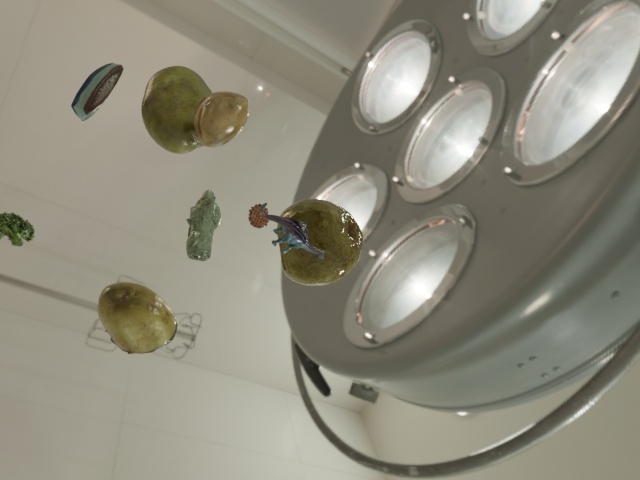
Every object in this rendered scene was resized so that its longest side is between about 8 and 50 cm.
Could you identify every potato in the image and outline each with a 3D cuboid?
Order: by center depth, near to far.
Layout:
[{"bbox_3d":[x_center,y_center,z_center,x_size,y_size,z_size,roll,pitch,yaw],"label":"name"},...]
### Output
[{"bbox_3d":[-0.225,-0.270,1.113,0.147,0.112,0.112,-37,-144,33],"label":"potato"},{"bbox_3d":[-0.355,-0.325,1.256,0.228,0.197,0.148,55,-45,18],"label":"potato"},{"bbox_3d":[-0.660,0.251,1.743,0.286,0.243,0.242,31,-81,25],"label":"potato"}]

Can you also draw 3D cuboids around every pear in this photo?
[{"bbox_3d":[0.000,0.000,1.266,0.188,0.212,0.228,17,63,-75],"label":"pear"}]

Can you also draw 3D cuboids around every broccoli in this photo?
[{"bbox_3d":[-0.716,-0.020,1.153,0.092,0.095,0.097,63,-35,16],"label":"broccoli"}]

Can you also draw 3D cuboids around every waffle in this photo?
[{"bbox_3d":[-0.202,-0.080,1.627,0.029,0.075,0.083,11,-67,45],"label":"waffle"}]

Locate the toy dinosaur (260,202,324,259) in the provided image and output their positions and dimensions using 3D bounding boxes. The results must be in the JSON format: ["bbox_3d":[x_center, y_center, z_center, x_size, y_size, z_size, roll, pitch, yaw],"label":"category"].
[{"bbox_3d":[-0.059,-0.012,0.991,0.080,0.197,0.045,-19,-134,32],"label":"toy dinosaur"}]

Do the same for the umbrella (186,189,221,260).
[{"bbox_3d":[-0.222,-0.030,0.938,0.067,0.062,0.143,135,-35,-61],"label":"umbrella"}]

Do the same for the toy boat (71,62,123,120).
[{"bbox_3d":[-0.602,-0.419,1.362,0.046,0.080,0.228,1,-129,20],"label":"toy boat"}]
